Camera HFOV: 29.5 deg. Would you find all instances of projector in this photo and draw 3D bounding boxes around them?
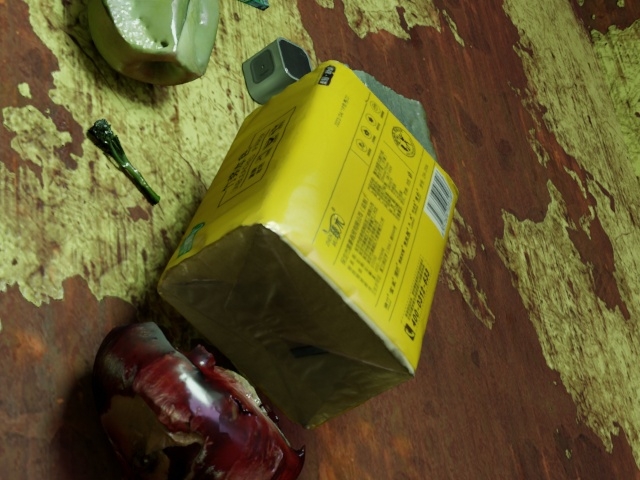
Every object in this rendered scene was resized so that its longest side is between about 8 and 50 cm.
[{"bbox_3d":[-0.068,-0.275,2.007,0.083,0.082,0.083,17,51,-49],"label":"projector"}]

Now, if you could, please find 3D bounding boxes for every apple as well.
[{"bbox_3d":[-0.238,-0.316,1.722,0.207,0.174,0.188,32,63,-47],"label":"apple"}]

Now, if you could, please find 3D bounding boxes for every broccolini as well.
[{"bbox_3d":[-0.259,-0.107,1.647,0.140,0.035,0.030,51,36,-16],"label":"broccolini"}]

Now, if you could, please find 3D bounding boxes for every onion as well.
[{"bbox_3d":[-0.162,0.221,1.380,0.272,0.195,0.272,36,-8,6],"label":"onion"}]

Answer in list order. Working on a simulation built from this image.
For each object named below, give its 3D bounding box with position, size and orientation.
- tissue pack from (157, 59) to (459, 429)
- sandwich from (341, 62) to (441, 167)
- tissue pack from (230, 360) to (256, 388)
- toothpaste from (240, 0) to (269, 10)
[{"bbox_3d":[0.000,0.000,1.564,0.293,0.228,0.382,46,34,-20],"label":"tissue pack"},{"bbox_3d":[0.071,-0.154,2.060,0.325,0.131,0.262,18,52,-46],"label":"sandwich"},{"bbox_3d":[-0.090,0.085,1.671,0.196,0.092,0.148,57,32,-5],"label":"tissue pack"},{"bbox_3d":[-0.123,-0.422,2.116,0.083,0.017,0.020,11,58,-51],"label":"toothpaste"}]
